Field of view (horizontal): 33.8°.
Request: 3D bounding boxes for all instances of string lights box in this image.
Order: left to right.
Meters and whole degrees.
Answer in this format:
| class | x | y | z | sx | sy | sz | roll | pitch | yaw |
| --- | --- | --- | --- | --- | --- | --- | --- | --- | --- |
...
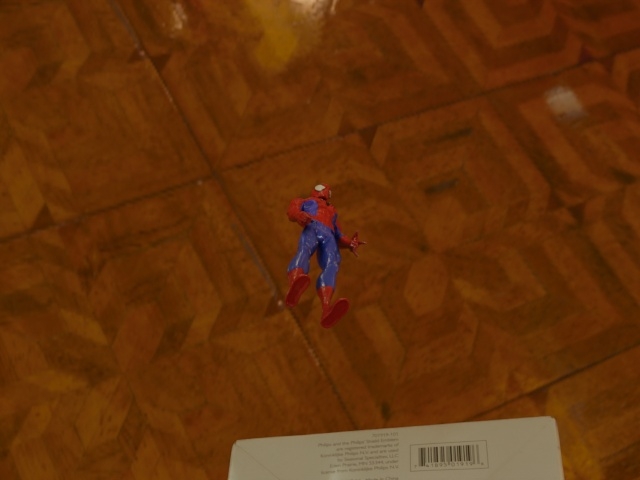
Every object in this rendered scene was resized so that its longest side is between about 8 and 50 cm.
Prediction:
| class | x | y | z | sx | sy | sz | roll | pitch | yaw |
| --- | --- | --- | --- | --- | --- | --- | --- | --- | --- |
| string lights box | 0.050 | 0.194 | 0.479 | 0.133 | 0.259 | 0.076 | -6 | 40 | 9 |

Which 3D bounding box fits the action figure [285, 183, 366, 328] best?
| class | x | y | z | sx | sy | sz | roll | pitch | yaw |
| --- | --- | --- | --- | --- | --- | --- | --- | --- | --- |
| action figure | 0.000 | 0.000 | 0.555 | 0.038 | 0.030 | 0.115 | 27 | 25 | -15 |
